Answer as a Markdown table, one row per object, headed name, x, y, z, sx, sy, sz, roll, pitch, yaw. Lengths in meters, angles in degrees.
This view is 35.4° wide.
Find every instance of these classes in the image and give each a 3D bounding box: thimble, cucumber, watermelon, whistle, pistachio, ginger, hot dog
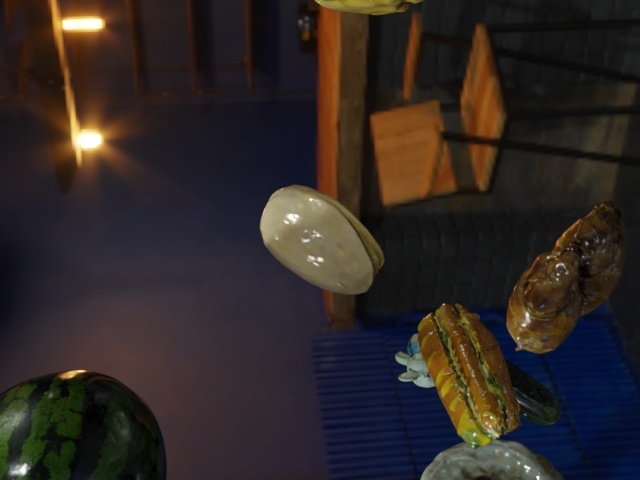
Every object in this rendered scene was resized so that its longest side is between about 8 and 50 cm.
| name | x | y | z | sx | sy | sz | roll | pitch | yaw |
| --- | --- | --- | --- | --- | --- | --- | --- | --- | --- |
| thimble | 0.305 | 0.488 | 1.693 | 0.195 | 0.291 | 0.291 | 75 | -174 | -51 |
| cucumber | 0.283 | 0.221 | 1.626 | 0.074 | 0.241 | 0.074 | -59 | -8 | -13 |
| watermelon | -0.349 | 0.323 | 1.365 | 0.285 | 0.285 | 0.285 | 177 | 90 | -85 |
| whistle | 0.202 | 0.232 | 1.957 | 0.235 | 0.114 | 0.077 | -90 | -13 | -78 |
| pistachio | 0.000 | 0.000 | 1.497 | 0.117 | 0.200 | 0.145 | -47 | -10 | -36 |
| ginger | 0.523 | 0.064 | 2.097 | 0.152 | 0.357 | 0.274 | 34 | 154 | 31 |
| hot dog | 0.221 | 0.193 | 1.495 | 0.269 | 0.115 | 0.072 | -114 | 0 | -51 |

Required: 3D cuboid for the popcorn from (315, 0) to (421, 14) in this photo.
| name | x | y | z | sx | sy | sz | roll | pitch | yaw |
| --- | --- | --- | --- | --- | --- | --- | --- | --- | --- |
| popcorn | 0.092 | -0.454 | 1.193 | 0.390 | 0.354 | 0.344 | 78 | -176 | -47 |
